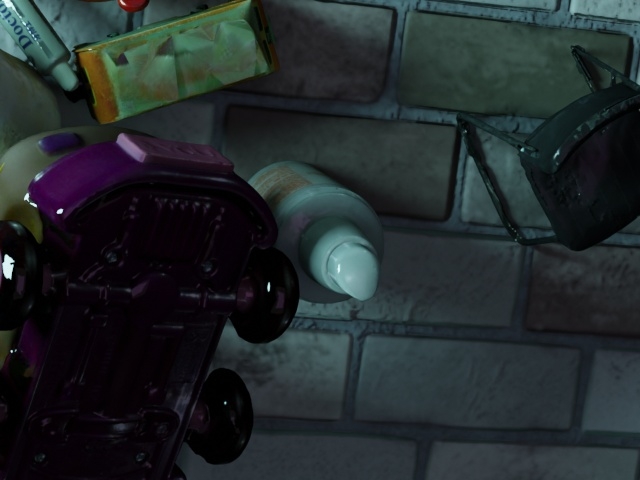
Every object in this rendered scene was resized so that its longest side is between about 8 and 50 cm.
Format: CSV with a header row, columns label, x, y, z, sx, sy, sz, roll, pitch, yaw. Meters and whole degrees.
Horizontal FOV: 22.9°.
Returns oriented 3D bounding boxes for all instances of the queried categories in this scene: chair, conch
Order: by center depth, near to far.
label,x,y,z,sx,sy,sz,roll,pitch,yaw
conch,-0.302,-0.125,1.262,0.158,0.127,0.255,-5,139,16
chair,0.235,-0.070,1.376,0.140,0.221,0.145,-32,107,-7

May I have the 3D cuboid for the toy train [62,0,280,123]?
label,x,y,z,sx,sy,sz,roll,pitch,yaw
toy train,-0.125,-0.150,1.330,0.188,0.099,0.072,-19,106,-11

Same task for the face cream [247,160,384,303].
label,x,y,z,sx,sy,sz,roll,pitch,yaw
face cream,0.000,0.000,1.313,0.101,0.251,0.101,-3,102,-14

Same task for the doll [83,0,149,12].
label,x,y,z,sx,sy,sz,roll,pitch,yaw
doll,-0.199,-0.284,1.295,0.183,0.085,0.217,-40,96,-17

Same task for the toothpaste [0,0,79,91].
label,x,y,z,sx,sy,sz,roll,pitch,yaw
toothpaste,-0.258,-0.201,1.286,0.048,0.029,0.197,-39,85,27

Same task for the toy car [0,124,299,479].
label,x,y,z,sx,sy,sz,roll,pitch,yaw
toy car,-0.195,0.051,1.253,0.271,0.240,0.341,8,113,-39
